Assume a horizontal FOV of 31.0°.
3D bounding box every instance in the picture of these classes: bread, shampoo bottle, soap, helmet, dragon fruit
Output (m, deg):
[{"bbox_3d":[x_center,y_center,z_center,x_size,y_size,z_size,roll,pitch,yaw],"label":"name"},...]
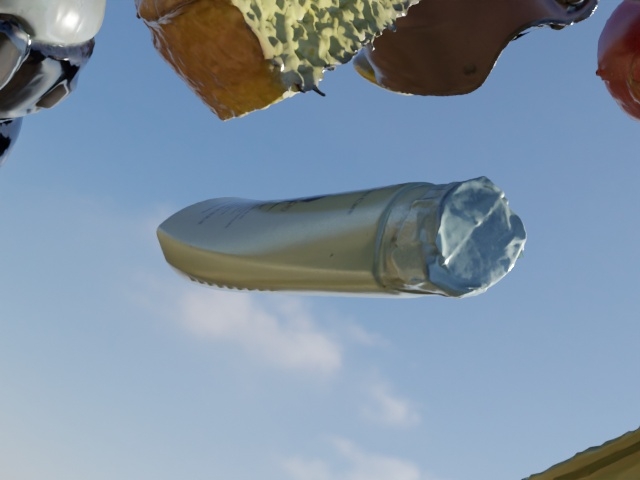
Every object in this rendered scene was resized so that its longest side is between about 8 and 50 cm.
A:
[{"bbox_3d":[-0.035,-0.157,0.724,0.134,0.260,0.129,-18,-73,37],"label":"bread"},{"bbox_3d":[0.000,0.000,0.549,0.212,0.072,0.049,-1,-76,51],"label":"shampoo bottle"},{"bbox_3d":[0.086,-0.215,1.446,0.089,0.033,0.168,27,21,-2],"label":"soap"},{"bbox_3d":[0.164,-0.323,1.265,0.197,0.338,0.271,51,3,-28],"label":"helmet"},{"bbox_3d":[0.461,-0.236,1.421,0.227,0.224,0.224,-8,-47,39],"label":"dragon fruit"}]

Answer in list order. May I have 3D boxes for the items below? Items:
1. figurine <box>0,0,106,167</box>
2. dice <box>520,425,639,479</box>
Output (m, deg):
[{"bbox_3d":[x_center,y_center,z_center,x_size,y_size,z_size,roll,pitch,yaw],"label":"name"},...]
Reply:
[{"bbox_3d":[-0.150,-0.076,0.436,0.133,0.236,0.176,47,15,-3],"label":"figurine"},{"bbox_3d":[0.171,0.179,0.339,0.233,0.238,0.226,-30,-34,29],"label":"dice"}]
